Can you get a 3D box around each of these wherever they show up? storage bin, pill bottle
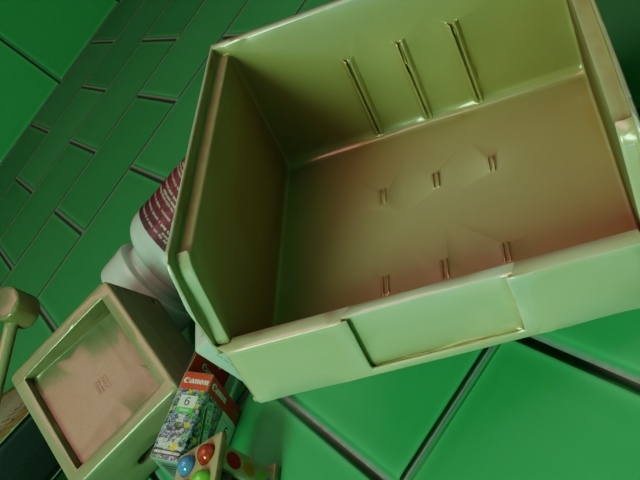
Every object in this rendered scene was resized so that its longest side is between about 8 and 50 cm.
[{"bbox_3d":[0.058,-0.053,0.631,0.262,0.123,0.260,-16,37,15],"label":"storage bin"},{"bbox_3d":[-0.106,-0.018,0.967,0.221,0.121,0.121,-47,26,12],"label":"pill bottle"}]

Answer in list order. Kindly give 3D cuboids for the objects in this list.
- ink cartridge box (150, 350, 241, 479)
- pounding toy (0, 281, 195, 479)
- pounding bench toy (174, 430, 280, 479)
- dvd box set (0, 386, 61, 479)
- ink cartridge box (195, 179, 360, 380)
[{"bbox_3d":[-0.093,0.140,0.810,0.029,0.063,0.115,3,54,26],"label":"ink cartridge box"},{"bbox_3d":[-0.216,0.123,0.901,0.181,0.094,0.206,-45,61,9],"label":"pounding toy"},{"bbox_3d":[-0.073,0.191,0.714,0.052,0.065,0.083,-36,31,31],"label":"pounding bench toy"},{"bbox_3d":[-0.390,0.261,1.054,0.420,0.062,0.308,-30,15,39],"label":"dvd box set"},{"bbox_3d":[0.000,0.000,0.817,0.231,0.078,0.134,-42,29,20],"label":"ink cartridge box"}]
